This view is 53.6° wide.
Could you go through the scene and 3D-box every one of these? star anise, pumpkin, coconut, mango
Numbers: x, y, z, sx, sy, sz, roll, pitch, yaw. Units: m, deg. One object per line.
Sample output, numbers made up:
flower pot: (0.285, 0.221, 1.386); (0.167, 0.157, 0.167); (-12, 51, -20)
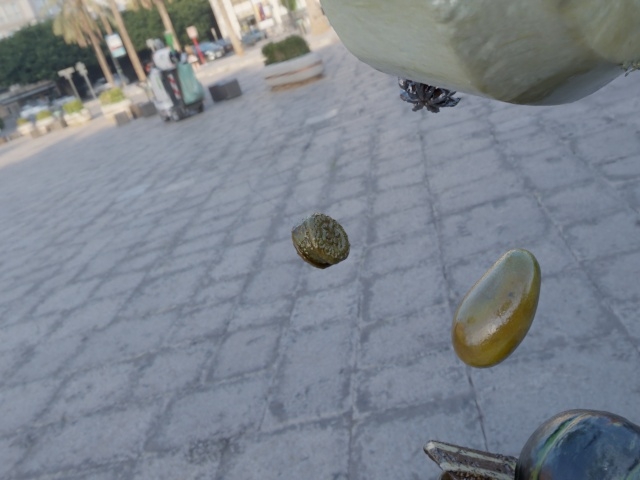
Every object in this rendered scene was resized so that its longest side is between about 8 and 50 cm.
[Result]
star anise: (0.214, -0.291, 1.273); (0.141, 0.141, 0.042); (1, 68, 47)
pumpkin: (0.472, 0.418, 1.004); (0.241, 0.323, 0.323); (-52, 28, -14)
coconut: (0.146, -0.263, 0.508); (0.322, 0.323, 0.323); (-18, 18, 6)
mango: (0.305, 0.113, 1.082); (0.228, 0.099, 0.136); (-58, 26, -11)

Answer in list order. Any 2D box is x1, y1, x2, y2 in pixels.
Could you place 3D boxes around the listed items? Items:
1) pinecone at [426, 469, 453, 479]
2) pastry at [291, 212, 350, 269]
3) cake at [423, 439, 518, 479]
pinecone: (0.165, 0.379, 0.764); (0.179, 0.150, 0.195); (-59, 1, -19)
pastry: (0.000, 0.000, 1.069); (0.097, 0.109, 0.057); (16, -41, -40)
cake: (0.312, 0.426, 1.170); (0.135, 0.246, 0.112); (-42, 18, -7)
